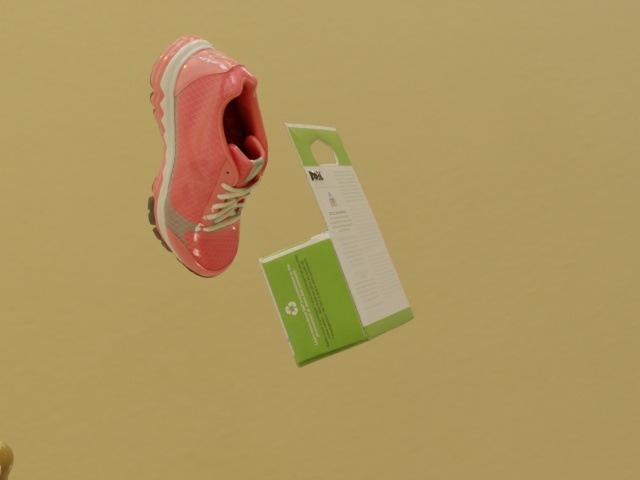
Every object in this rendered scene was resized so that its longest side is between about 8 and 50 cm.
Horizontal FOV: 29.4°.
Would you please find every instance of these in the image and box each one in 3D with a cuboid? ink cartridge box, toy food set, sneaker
[{"bbox_3d":[0.000,0.000,1.420,0.255,0.097,0.189,68,-161,4],"label":"ink cartridge box"},{"bbox_3d":[-0.386,0.302,1.424,0.192,0.038,0.132,175,105,-76],"label":"toy food set"},{"bbox_3d":[-0.125,-0.079,1.448,0.136,0.116,0.314,24,129,37],"label":"sneaker"}]
